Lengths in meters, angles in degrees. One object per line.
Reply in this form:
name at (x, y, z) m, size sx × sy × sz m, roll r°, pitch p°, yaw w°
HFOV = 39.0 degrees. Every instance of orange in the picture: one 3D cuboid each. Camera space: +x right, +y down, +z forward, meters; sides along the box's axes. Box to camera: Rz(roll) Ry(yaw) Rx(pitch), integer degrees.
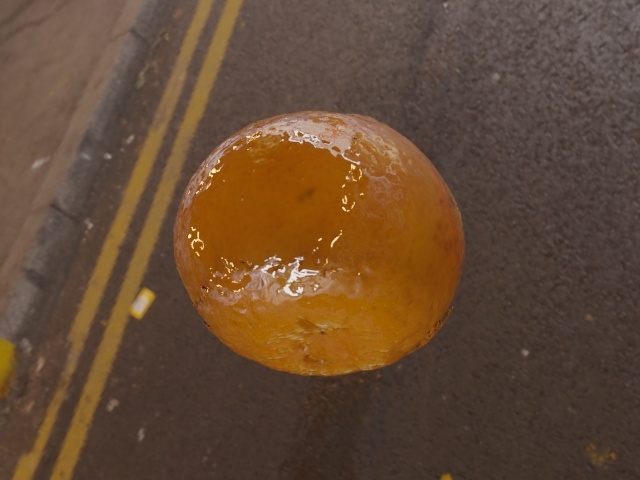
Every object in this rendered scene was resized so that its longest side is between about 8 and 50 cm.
orange at (0.000, 0.003, 0.682) m, size 0.219 × 0.219 × 0.193 m, roll -12°, pitch 43°, yaw 41°
